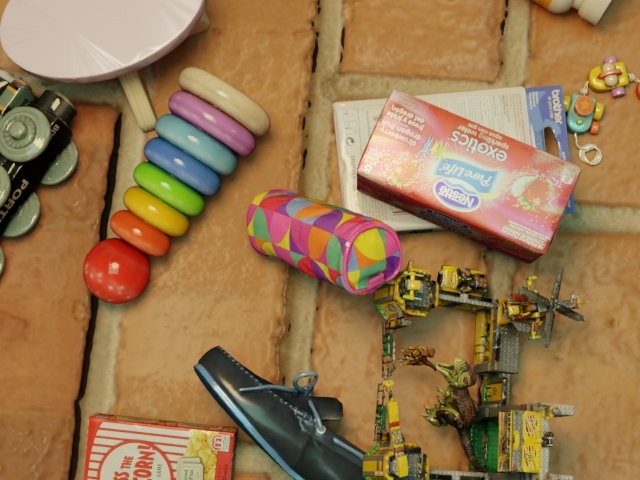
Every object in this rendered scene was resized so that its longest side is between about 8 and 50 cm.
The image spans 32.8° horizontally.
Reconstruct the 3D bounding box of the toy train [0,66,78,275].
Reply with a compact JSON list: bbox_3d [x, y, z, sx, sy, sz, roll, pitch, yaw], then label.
[{"bbox_3d":[-0.475,-0.082,1.468,0.190,0.142,0.334,32,83,16],"label":"toy train"}]

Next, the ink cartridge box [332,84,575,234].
[{"bbox_3d":[0.179,-0.107,1.480,0.311,0.065,0.185,-5,82,4],"label":"ink cartridge box"}]

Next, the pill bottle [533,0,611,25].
[{"bbox_3d":[0.313,-0.386,1.494,0.208,0.117,0.117,33,83,7],"label":"pill bottle"}]

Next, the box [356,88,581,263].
[{"bbox_3d":[0.182,-0.078,1.382,0.257,0.128,0.122,24,84,5],"label":"box"}]

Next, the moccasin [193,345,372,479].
[{"bbox_3d":[-0.013,0.249,1.408,0.342,0.138,0.117,44,80,-6],"label":"moccasin"}]

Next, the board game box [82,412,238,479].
[{"bbox_3d":[-0.211,0.309,1.421,0.193,0.045,0.146,5,91,3],"label":"board game box"}]

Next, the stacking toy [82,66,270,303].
[{"bbox_3d":[-0.207,-0.062,1.456,0.141,0.141,0.330,32,87,7],"label":"stacking toy"}]

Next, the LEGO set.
[{"bbox_3d":[0.191,0.172,1.329,0.255,0.192,0.331,18,72,-20],"label":"LEGO set"}]

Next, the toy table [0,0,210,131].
[{"bbox_3d":[-0.277,-0.285,1.477,0.274,0.161,0.252,-8,81,1],"label":"toy table"}]

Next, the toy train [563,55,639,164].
[{"bbox_3d":[0.407,-0.187,1.493,0.166,0.046,0.125,-38,81,-5],"label":"toy train"}]

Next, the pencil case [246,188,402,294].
[{"bbox_3d":[0.000,0.000,1.386,0.104,0.236,0.104,-10,108,-32],"label":"pencil case"}]
